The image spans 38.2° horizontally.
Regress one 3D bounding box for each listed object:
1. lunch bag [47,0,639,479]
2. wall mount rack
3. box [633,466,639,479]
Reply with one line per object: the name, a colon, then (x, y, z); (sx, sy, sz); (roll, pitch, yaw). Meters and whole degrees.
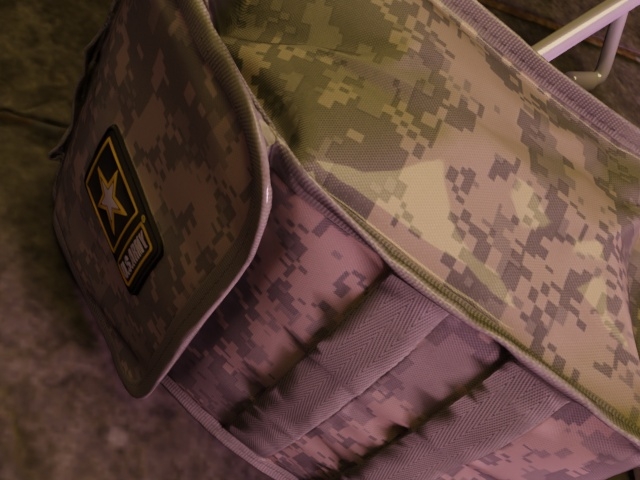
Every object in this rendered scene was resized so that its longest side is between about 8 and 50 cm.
lunch bag: (0.000, 0.000, 0.437); (0.287, 0.235, 0.169); (36, 53, -4)
wall mount rack: (0.160, -0.143, 0.628); (0.304, 0.131, 0.350); (5, 20, -28)
box: (0.287, 0.117, 0.594); (0.147, 0.121, 0.311); (10, 56, -23)
